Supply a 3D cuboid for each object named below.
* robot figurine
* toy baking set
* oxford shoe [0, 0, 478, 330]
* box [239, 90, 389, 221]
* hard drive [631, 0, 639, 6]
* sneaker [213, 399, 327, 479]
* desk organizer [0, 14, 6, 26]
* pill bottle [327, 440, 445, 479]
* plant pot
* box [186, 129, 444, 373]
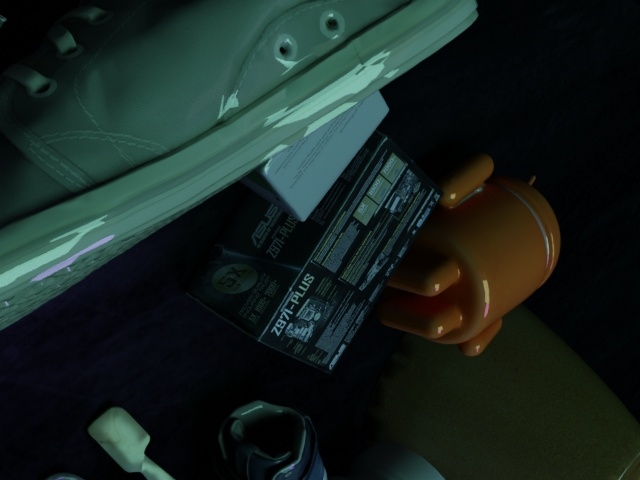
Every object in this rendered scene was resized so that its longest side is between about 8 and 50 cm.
[{"bbox_3d":[0.140,0.016,1.246,0.219,0.158,0.128,-31,175,-42],"label":"robot figurine"},{"bbox_3d":[-0.145,0.261,1.018,0.196,0.030,0.256,19,95,-30],"label":"toy baking set"},{"bbox_3d":[-0.108,-0.063,0.692,0.449,0.130,0.169,-36,-173,-26],"label":"oxford shoe"},{"bbox_3d":[-0.030,-0.089,0.877,0.102,0.101,0.087,-53,153,-6],"label":"box"},{"bbox_3d":[0.286,-0.291,1.007,0.339,0.064,0.237,27,99,-18],"label":"hard drive"},{"bbox_3d":[-0.079,0.238,1.142,0.226,0.086,0.163,-52,159,-25],"label":"sneaker"},{"bbox_3d":[-0.207,-0.078,0.647,0.047,0.050,0.130,27,113,-30],"label":"desk organizer"},{"bbox_3d":[0.009,0.335,1.318,0.278,0.162,0.162,-41,148,-30],"label":"pill bottle"},{"bbox_3d":[0.218,0.198,1.427,0.237,0.254,0.237,-41,149,-32],"label":"plant pot"},{"bbox_3d":[0.000,0.000,1.046,0.180,0.077,0.147,-58,153,-1],"label":"box"}]
